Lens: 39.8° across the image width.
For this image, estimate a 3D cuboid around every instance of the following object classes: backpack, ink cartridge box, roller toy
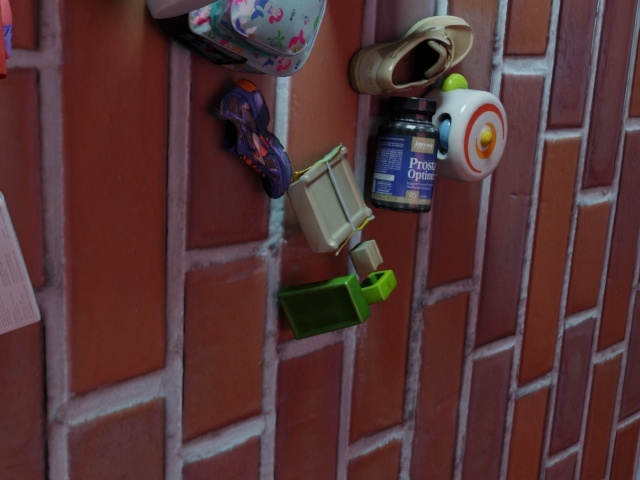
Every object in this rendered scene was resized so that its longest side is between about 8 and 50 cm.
[{"bbox_3d":[-0.100,-0.372,1.363,0.253,0.191,0.225,24,83,-52],"label":"backpack"},{"bbox_3d":[-0.509,0.055,1.166,0.232,0.066,0.189,-18,116,-19],"label":"ink cartridge box"},{"bbox_3d":[0.294,-0.218,1.840,0.191,0.146,0.209,-53,134,-21],"label":"roller toy"}]

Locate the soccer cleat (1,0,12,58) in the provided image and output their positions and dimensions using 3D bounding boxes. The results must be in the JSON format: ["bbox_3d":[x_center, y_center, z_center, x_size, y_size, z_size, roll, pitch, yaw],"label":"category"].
[{"bbox_3d":[-0.505,-0.237,1.031,0.318,0.108,0.117,-29,124,-41],"label":"soccer cleat"}]

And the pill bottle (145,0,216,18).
[{"bbox_3d":[-0.219,-0.444,1.175,0.152,0.152,0.272,-24,98,-40],"label":"pill bottle"}]

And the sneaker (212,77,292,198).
[{"bbox_3d":[-0.119,-0.160,1.487,0.087,0.083,0.221,-34,121,-17],"label":"sneaker"}]

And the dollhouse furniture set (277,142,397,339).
[{"bbox_3d":[0.000,0.000,1.659,0.197,0.151,0.302,-42,114,-56],"label":"dollhouse furniture set"}]

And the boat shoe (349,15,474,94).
[{"bbox_3d":[0.208,-0.356,1.735,0.341,0.110,0.122,-32,123,-36],"label":"boat shoe"}]

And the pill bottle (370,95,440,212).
[{"bbox_3d":[0.169,-0.169,1.739,0.122,0.122,0.219,-1,100,-46],"label":"pill bottle"}]

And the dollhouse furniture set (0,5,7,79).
[{"bbox_3d":[-0.431,-0.363,0.930,0.201,0.152,0.374,4,72,-48],"label":"dollhouse furniture set"}]
